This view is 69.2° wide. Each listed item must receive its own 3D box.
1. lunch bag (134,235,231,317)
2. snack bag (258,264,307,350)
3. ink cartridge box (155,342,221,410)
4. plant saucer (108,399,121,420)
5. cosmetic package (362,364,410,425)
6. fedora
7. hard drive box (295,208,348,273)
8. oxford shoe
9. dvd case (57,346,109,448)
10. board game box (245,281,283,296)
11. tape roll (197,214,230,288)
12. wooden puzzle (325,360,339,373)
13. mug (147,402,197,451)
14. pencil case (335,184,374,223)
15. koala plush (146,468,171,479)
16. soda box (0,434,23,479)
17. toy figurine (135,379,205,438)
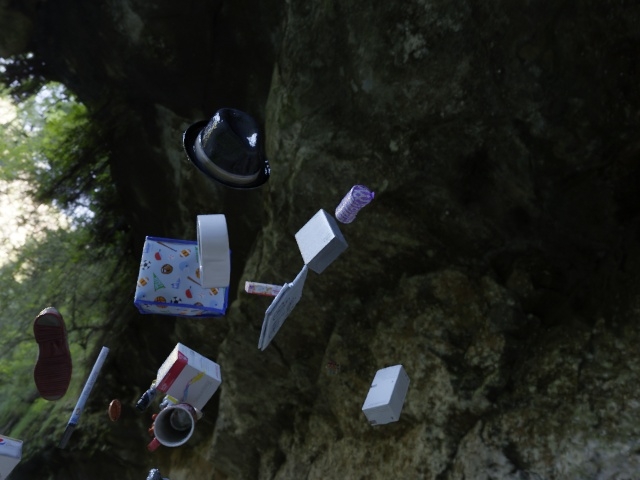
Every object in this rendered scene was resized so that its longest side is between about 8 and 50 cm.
[{"bbox_3d":[-0.612,0.179,2.125,0.386,0.327,0.239,4,-21,-9],"label":"lunch bag"},{"bbox_3d":[-0.159,0.282,2.035,0.037,0.342,0.323,29,-39,11],"label":"snack bag"},{"bbox_3d":[-0.447,0.464,1.584,0.176,0.127,0.128,35,2,-19],"label":"ink cartridge box"},{"bbox_3d":[-0.840,0.693,1.892,0.014,0.083,0.083,-7,-40,2],"label":"plant saucer"},{"bbox_3d":[0.252,0.582,1.759,0.118,0.231,0.085,-25,-80,28],"label":"cosmetic package"},{"bbox_3d":[-0.294,-0.332,1.566,0.334,0.334,0.152,30,-49,-6],"label":"fedora"},{"bbox_3d":[0.000,0.000,2.009,0.181,0.232,0.089,-44,-56,16],"label":"hard drive box"},{"bbox_3d":[-0.976,0.413,1.709,0.123,0.347,0.130,2,10,-23],"label":"oxford shoe"},{"bbox_3d":[-0.707,0.466,1.388,0.022,0.252,0.180,25,-50,-19],"label":"dvd case"},{"bbox_3d":[-0.276,0.246,2.341,0.194,0.045,0.147,9,-2,-14],"label":"board game box"},{"bbox_3d":[-0.410,0.041,1.767,0.100,0.285,0.286,-4,-31,-16],"label":"tape roll"},{"bbox_3d":[0.055,0.575,2.095,0.083,0.006,0.049,1,-86,42],"label":"wooden puzzle"},{"bbox_3d":[-0.454,0.561,1.424,0.151,0.113,0.169,-15,-10,-10],"label":"mug"},{"bbox_3d":[0.125,-0.132,1.757,0.088,0.086,0.206,13,-21,-11],"label":"pencil case"},{"bbox_3d":[-0.585,0.949,1.641,0.196,0.221,0.203,42,-48,-10],"label":"koala plush"},{"bbox_3d":[-0.837,0.587,1.143,0.074,0.216,0.069,40,2,-36],"label":"soda box"},{"bbox_3d":[-0.578,0.648,1.798,0.213,0.148,0.209,-11,-69,26],"label":"toy figurine"}]
